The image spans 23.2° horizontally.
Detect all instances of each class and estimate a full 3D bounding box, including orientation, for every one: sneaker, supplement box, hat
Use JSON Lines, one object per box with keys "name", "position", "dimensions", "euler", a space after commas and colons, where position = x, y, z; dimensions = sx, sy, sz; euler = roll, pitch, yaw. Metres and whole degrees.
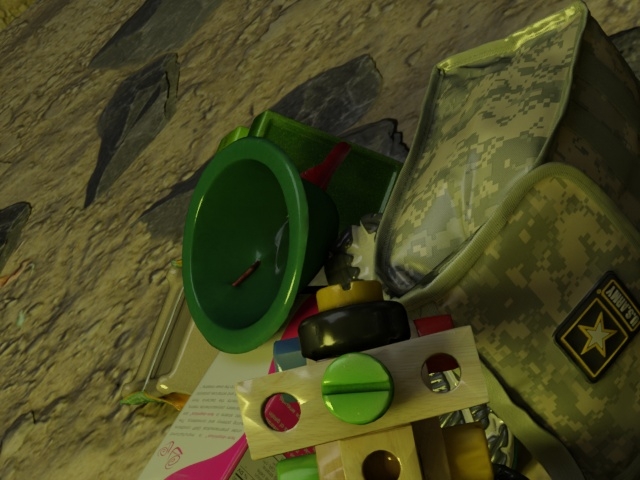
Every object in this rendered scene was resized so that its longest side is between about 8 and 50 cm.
{"name": "sneaker", "position": [0.098, 0.090, 1.247], "dimensions": [0.107, 0.110, 0.275], "euler": [-36, 47, 18]}
{"name": "supplement box", "position": [-0.040, 0.156, 1.317], "dimensions": [0.111, 0.114, 0.220], "euler": [-3, 44, 48]}
{"name": "hat", "position": [0.000, 0.000, 1.358], "dimensions": [0.173, 0.183, 0.209], "euler": [0, 83, 50]}

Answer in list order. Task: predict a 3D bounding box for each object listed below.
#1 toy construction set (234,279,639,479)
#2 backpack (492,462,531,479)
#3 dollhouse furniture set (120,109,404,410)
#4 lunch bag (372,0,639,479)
{"name": "toy construction set", "position": [0.075, 0.149, 0.838], "dimensions": [0.237, 0.308, 0.258], "euler": [82, -159, -74]}
{"name": "backpack", "position": [0.102, 0.252, 1.000], "dimensions": [0.182, 0.152, 0.115], "euler": [-56, 10, -19]}
{"name": "dollhouse furniture set", "position": [-0.062, 0.046, 1.550], "dimensions": [0.302, 0.151, 0.197], "euler": [-70, 14, -13]}
{"name": "lunch bag", "position": [0.170, 0.014, 1.123], "dimensions": [0.169, 0.235, 0.287], "euler": [-20, 35, 38]}
